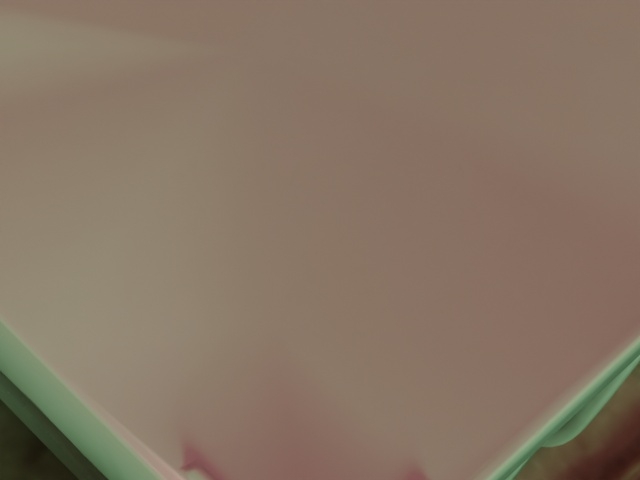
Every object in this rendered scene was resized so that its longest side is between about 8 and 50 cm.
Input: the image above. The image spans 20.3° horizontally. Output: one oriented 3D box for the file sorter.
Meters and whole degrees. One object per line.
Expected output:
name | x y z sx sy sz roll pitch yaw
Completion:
file sorter | 0.000 0.000 0.524 0.193 0.173 0.278 43 52 15
